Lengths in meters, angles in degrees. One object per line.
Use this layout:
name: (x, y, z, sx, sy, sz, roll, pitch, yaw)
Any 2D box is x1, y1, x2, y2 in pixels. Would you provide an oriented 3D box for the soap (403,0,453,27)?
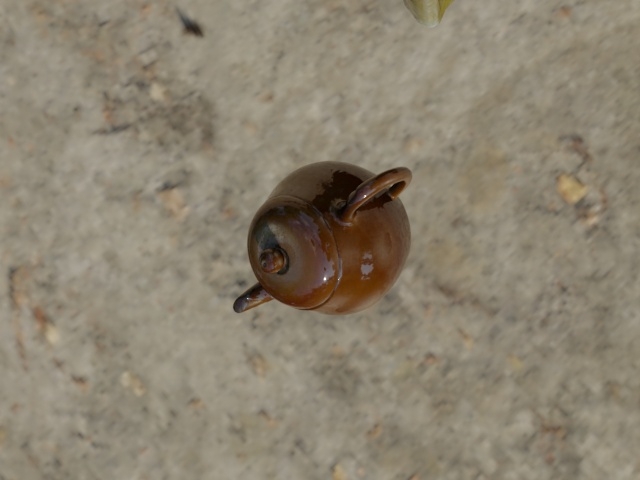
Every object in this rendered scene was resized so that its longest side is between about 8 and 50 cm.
soap: (0.057, -0.275, 0.996, 0.173, 0.089, 0.274, 60, 175, 19)

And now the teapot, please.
teapot: (0.000, 0.000, 1.052, 0.116, 0.116, 0.173, 50, 131, 3)
